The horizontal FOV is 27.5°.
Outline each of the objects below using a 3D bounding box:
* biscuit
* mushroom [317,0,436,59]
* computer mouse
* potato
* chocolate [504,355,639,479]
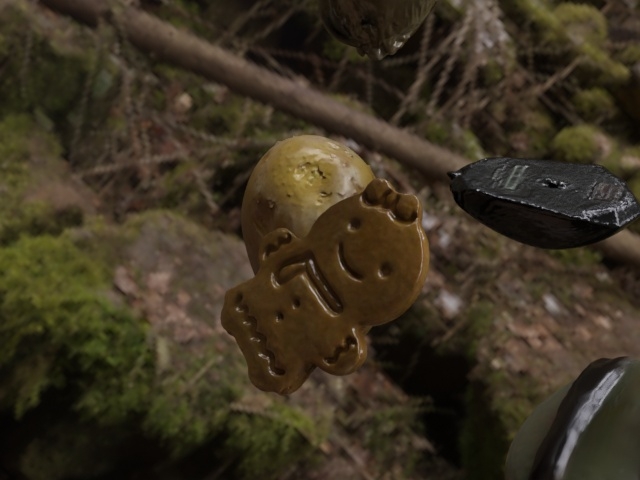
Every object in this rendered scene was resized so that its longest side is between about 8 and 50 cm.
[{"bbox_3d":[0.006,0.039,1.000,0.027,0.184,0.133,33,34,-59],"label":"biscuit"},{"bbox_3d":[0.042,-0.317,0.985,0.177,0.126,0.397,25,-45,45],"label":"mushroom"},{"bbox_3d":[0.192,-0.030,1.135,0.172,0.057,0.099,12,37,21],"label":"computer mouse"},{"bbox_3d":[0.000,0.000,1.238,0.146,0.150,0.234,44,-22,34],"label":"potato"},{"bbox_3d":[0.300,0.217,1.216,0.283,0.283,0.186,-89,157,-73],"label":"chocolate"}]
